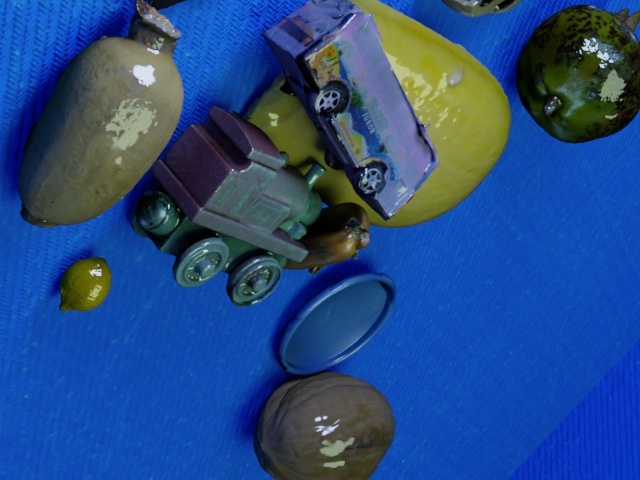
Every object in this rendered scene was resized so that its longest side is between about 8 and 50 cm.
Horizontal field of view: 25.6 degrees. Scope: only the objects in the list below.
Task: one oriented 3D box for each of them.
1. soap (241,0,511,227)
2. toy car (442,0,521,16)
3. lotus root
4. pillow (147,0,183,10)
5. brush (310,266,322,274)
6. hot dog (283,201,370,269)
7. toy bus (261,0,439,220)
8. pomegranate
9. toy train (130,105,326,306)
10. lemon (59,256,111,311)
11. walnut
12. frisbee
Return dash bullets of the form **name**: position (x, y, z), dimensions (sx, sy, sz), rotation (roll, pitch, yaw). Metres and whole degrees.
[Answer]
- **soap**: position (0.092, -0.172, 2.030), dimensions (0.427, 0.115, 0.306), rotation (31, 106, -39)
- **toy car**: position (0.272, -0.403, 2.026), dimensions (0.257, 0.101, 0.124), rotation (-40, 153, -14)
- **lotus root**: position (-0.254, -0.131, 1.648), dimensions (0.303, 0.131, 0.146), rotation (-55, 149, 15)
- **pillow**: position (-0.137, -0.325, 1.652), dimensions (0.150, 0.048, 0.090), rotation (-24, 136, -27)
- **brush**: position (0.043, -0.007, 2.295), dimensions (0.170, 0.014, 0.043), rotation (-47, 149, 2)
- **hot dog**: position (0.000, 0.000, 2.062), dimensions (0.068, 0.249, 0.100), rotation (43, 68, -19)
- **toy bus**: position (0.048, -0.175, 1.863), dimensions (0.138, 0.112, 0.317), rotation (-38, 133, -6)
- **pomegranate**: position (0.425, -0.297, 2.298), dimensions (0.204, 0.276, 0.222), rotation (14, 146, -15)
- **toy train**: position (-0.112, -0.042, 1.911), dimensions (0.221, 0.150, 0.304), rotation (-49, 149, 11)
- **lemon**: position (-0.314, 0.061, 1.873), dimensions (0.092, 0.065, 0.065), rotation (-49, 150, 4)
- **walnut**: position (0.004, 0.338, 2.466), dimensions (0.261, 0.225, 0.225), rotation (-9, 134, -35)
- **frisbee**: position (0.023, 0.136, 2.406), dimensions (0.242, 0.045, 0.242), rotation (-28, 149, -18)
